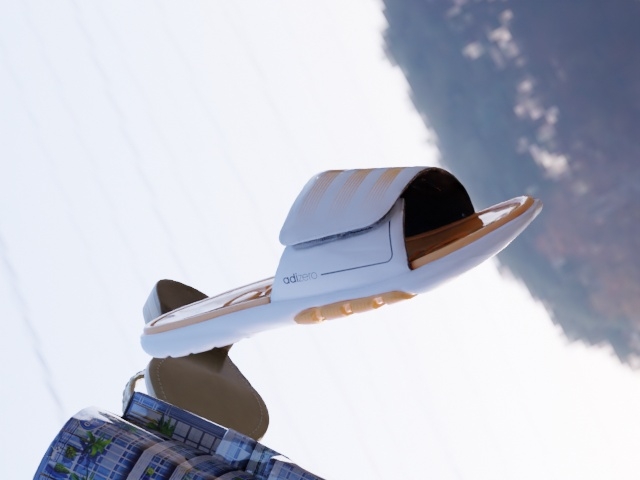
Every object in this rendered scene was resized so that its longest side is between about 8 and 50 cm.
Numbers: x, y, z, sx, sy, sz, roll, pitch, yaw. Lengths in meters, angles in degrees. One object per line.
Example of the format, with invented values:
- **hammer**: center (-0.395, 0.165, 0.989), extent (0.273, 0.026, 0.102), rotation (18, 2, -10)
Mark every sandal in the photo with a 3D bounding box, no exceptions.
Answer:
- **sandal**: center (-0.094, 0.111, 1.280), extent (0.088, 0.079, 0.240), rotation (23, -163, -17)
- **sandal**: center (-0.005, 0.003, 1.104), extent (0.102, 0.265, 0.076), rotation (-38, -72, -62)

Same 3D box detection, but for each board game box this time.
- **board game box**: center (-0.010, 0.131, 0.866), extent (0.194, 0.060, 0.194), rotation (22, 173, 11)
